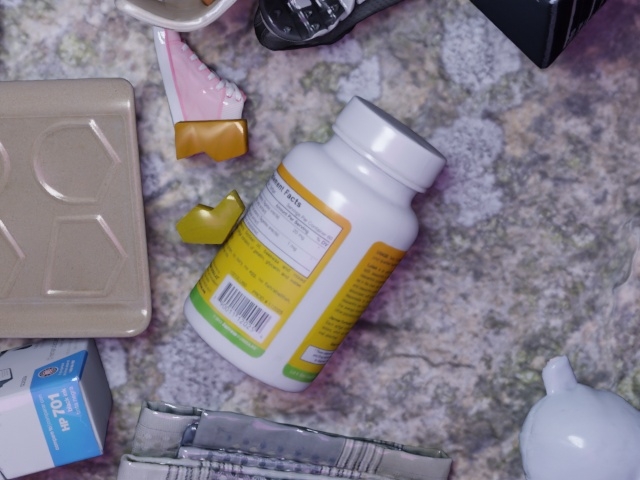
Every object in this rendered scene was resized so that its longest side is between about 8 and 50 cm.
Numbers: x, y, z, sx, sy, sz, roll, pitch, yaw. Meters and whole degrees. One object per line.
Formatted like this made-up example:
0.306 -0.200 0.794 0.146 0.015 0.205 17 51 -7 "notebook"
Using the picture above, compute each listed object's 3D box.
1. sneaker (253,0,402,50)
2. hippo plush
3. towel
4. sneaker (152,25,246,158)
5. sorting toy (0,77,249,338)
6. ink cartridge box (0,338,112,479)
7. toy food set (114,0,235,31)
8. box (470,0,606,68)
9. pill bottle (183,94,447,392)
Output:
0.034 -0.227 1.414 0.234 0.106 0.078 -29 90 -22 "sneaker"
0.289 0.229 1.455 0.236 0.294 0.234 5 82 3 "hippo plush"
-0.054 0.323 1.558 0.312 0.056 0.324 10 103 -6 "towel"
-0.105 -0.143 1.440 0.070 0.051 0.134 -14 108 -2 "sneaker"
-0.211 -0.029 1.445 0.307 0.041 0.229 -1 101 9 "sorting toy"
-0.290 0.157 1.457 0.190 0.139 0.082 -14 106 0 "ink cartridge box"
-0.039 -0.297 1.274 0.306 0.220 0.092 -44 105 9 "toy food set"
0.207 -0.310 1.216 0.183 0.296 0.294 43 92 7 "box"
0.000 0.000 1.437 0.136 0.136 0.246 34 100 -11 "pill bottle"
